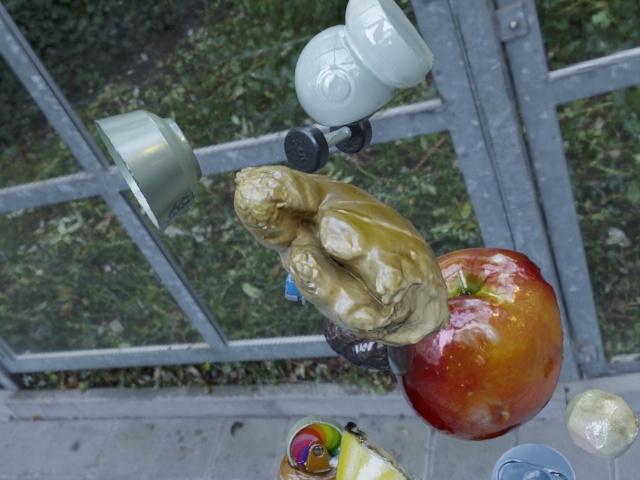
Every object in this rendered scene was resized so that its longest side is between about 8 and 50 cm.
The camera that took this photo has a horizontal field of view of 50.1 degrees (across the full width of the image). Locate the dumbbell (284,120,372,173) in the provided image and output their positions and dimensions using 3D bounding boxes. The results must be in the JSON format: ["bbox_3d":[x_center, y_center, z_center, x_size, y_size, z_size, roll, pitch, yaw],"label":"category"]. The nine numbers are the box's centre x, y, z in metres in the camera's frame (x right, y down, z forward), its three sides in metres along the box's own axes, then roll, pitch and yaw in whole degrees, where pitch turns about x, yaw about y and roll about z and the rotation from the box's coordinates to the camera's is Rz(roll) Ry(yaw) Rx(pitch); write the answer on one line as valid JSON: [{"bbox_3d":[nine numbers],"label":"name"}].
[{"bbox_3d":[0.019,-0.213,1.451,0.100,0.100,0.191,10,28,40],"label":"dumbbell"}]

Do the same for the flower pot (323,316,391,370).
[{"bbox_3d":[0.154,0.156,1.773,0.266,0.267,0.267,7,30,-4],"label":"flower pot"}]

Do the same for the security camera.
[{"bbox_3d":[0.059,-0.306,1.209,0.236,0.194,0.195,-36,30,23],"label":"security camera"}]

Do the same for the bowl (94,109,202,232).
[{"bbox_3d":[-0.270,-0.127,1.128,0.112,0.211,0.211,-30,35,-14],"label":"bowl"}]

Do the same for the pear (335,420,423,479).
[{"bbox_3d":[0.116,0.533,1.451,0.267,0.267,0.178,23,71,47],"label":"pear"}]

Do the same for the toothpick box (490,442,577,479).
[{"bbox_3d":[0.278,0.333,0.854,0.101,0.153,0.101,-15,44,15],"label":"toothpick box"}]

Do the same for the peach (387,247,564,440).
[{"bbox_3d":[0.294,0.211,1.393,0.309,0.406,0.335,-8,34,-19],"label":"peach"}]

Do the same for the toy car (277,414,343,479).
[{"bbox_3d":[0.005,0.543,1.709,0.235,0.235,0.145,-25,14,1],"label":"toy car"}]

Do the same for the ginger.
[{"bbox_3d":[-0.021,0.000,0.775,0.236,0.166,0.375,0,11,-40],"label":"ginger"}]

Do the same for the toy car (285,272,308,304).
[{"bbox_3d":[-0.018,0.060,1.570,0.097,0.100,0.191,9,35,5],"label":"toy car"}]

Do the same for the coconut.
[{"bbox_3d":[0.775,0.506,1.871,0.194,0.194,0.194,-17,36,13],"label":"coconut"}]
